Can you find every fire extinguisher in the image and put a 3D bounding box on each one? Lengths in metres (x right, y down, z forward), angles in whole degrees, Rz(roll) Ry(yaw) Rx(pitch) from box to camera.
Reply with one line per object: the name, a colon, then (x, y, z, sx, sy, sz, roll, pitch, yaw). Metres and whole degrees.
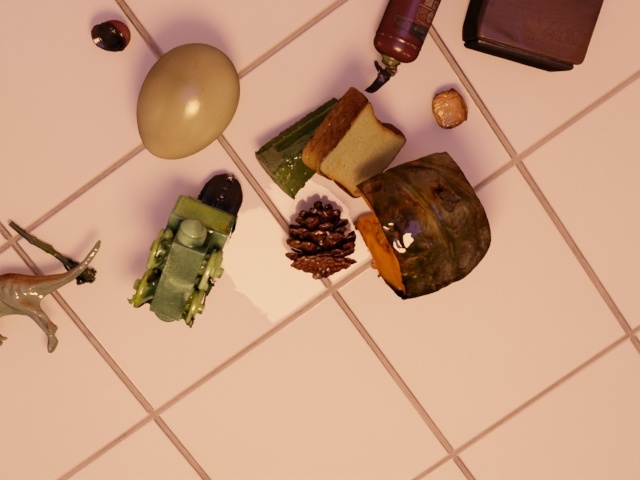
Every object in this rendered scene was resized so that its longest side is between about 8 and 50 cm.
fire extinguisher: (0.174, -0.457, 1.632, 0.102, 0.138, 0.344, 25, 98, 17)

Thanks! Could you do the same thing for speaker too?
speaker: (0.428, -0.463, 1.636, 0.231, 0.153, 0.192, 14, 100, -6)

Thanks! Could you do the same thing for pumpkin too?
pumpkin: (0.206, -0.022, 1.653, 0.225, 0.303, 0.256, -30, 74, -4)

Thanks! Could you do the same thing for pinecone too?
pinecone: (0.000, 0.000, 1.706, 0.174, 0.173, 0.173, -1, 101, -3)

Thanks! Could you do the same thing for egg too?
egg: (-0.270, -0.276, 1.613, 0.188, 0.188, 0.253, 32, 104, -9)

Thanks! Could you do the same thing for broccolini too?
broccolini: (-0.579, 0.023, 1.735, 0.218, 0.044, 0.042, 39, 112, -4)

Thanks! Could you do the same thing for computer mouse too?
computer mouse: (-0.227, -0.063, 1.722, 0.099, 0.057, 0.172, 25, 101, -5)

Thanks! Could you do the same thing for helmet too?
helmet: (-0.425, -0.426, 1.647, 0.084, 0.049, 0.065, 10, 136, 21)

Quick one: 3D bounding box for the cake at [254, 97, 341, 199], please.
cake: (-0.028, -0.214, 1.668, 0.235, 0.100, 0.099, -50, 139, 6)

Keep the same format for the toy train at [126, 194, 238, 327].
toy train: (-0.280, 0.048, 1.646, 0.159, 0.188, 0.271, 22, 129, -7)

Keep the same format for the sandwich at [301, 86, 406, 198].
sandwich: (0.072, -0.192, 1.646, 0.065, 0.215, 0.186, 44, 101, 31)

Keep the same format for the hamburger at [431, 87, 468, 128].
hamburger: (0.277, -0.282, 1.717, 0.076, 0.044, 0.083, -19, 99, 2)

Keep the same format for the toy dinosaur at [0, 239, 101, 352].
toy dinosaur: (-0.615, 0.132, 1.706, 0.393, 0.092, 0.205, -42, 90, 18)
